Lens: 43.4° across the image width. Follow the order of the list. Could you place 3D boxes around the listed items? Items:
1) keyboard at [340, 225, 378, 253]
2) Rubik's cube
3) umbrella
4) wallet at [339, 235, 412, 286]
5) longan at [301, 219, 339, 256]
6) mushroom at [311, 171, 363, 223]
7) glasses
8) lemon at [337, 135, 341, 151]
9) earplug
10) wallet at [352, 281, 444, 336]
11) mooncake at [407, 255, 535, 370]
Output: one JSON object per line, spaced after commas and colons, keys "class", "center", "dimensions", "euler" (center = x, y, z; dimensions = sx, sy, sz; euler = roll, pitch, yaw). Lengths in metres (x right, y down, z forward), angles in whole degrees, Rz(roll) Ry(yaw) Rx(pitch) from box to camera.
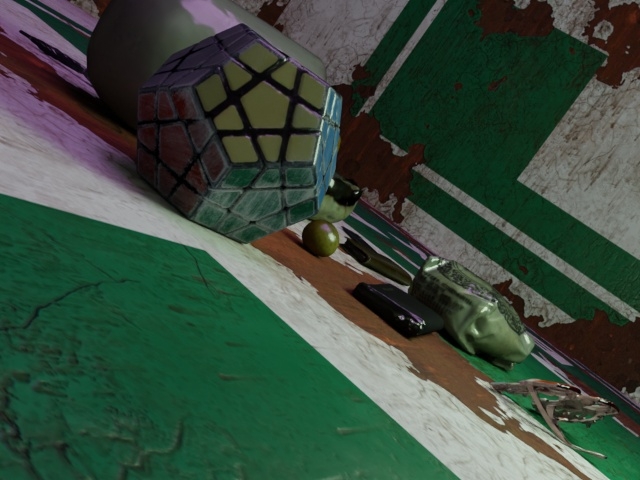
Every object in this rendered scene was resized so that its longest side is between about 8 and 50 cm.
{"class": "keyboard", "center": [0.119, 0.015, 2.142], "dimensions": [0.067, 0.011, 0.202], "euler": [28, 10, -32]}
{"class": "Rubik's cube", "center": [-0.115, -0.156, 1.182], "dimensions": [0.264, 0.318, 0.319], "euler": [10, 4, 9]}
{"class": "umbrella", "center": [-0.496, -0.359, 1.655], "dimensions": [0.269, 0.044, 0.044], "euler": [35, -23, -4]}
{"class": "wallet", "center": [0.132, 0.049, 1.903], "dimensions": [0.198, 0.031, 0.110], "euler": [26, 11, -49]}
{"class": "longan", "center": [0.000, 0.000, 1.525], "dimensions": [0.075, 0.075, 0.083], "euler": [41, -32, 36]}
{"class": "mushroom", "center": [-0.023, -0.125, 2.003], "dimensions": [0.248, 0.129, 0.344], "euler": [19, 6, 0]}
{"class": "glasses", "center": [0.414, 0.309, 1.427], "dimensions": [0.256, 0.095, 0.162], "euler": [30, -18, -29]}
{"class": "lemon", "center": [-0.083, -0.314, 2.339], "dimensions": [0.285, 0.285, 0.316], "euler": [30, -6, -34]}
{"class": "earplug", "center": [-0.227, -0.309, 1.499], "dimensions": [0.394, 0.312, 0.312], "euler": [30, 9, -27]}
{"class": "wallet", "center": [0.146, 0.121, 1.468], "dimensions": [0.149, 0.044, 0.250], "euler": [34, 7, 18]}
{"class": "mooncake", "center": [0.323, 0.148, 1.732], "dimensions": [0.250, 0.136, 0.254], "euler": [33, 7, -45]}
